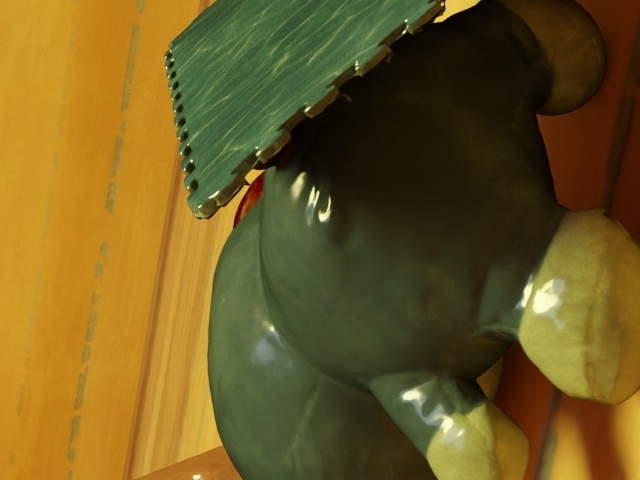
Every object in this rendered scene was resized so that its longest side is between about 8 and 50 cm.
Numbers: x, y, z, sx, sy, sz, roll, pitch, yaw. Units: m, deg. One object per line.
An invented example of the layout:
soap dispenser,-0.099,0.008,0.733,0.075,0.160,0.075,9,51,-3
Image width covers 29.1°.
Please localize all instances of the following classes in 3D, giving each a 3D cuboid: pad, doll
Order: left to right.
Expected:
doll,0.031,0.028,0.533,0.258,0.154,0.228,102,166,-52
pad,0.040,-0.135,0.493,0.270,0.012,0.269,-40,22,5

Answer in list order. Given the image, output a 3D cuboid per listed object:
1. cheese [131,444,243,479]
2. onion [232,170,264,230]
cheese,-0.042,0.223,0.708,0.128,0.203,0.177,-142,32,-75
onion,0.000,0.000,0.755,0.118,0.119,0.117,-95,22,-48
